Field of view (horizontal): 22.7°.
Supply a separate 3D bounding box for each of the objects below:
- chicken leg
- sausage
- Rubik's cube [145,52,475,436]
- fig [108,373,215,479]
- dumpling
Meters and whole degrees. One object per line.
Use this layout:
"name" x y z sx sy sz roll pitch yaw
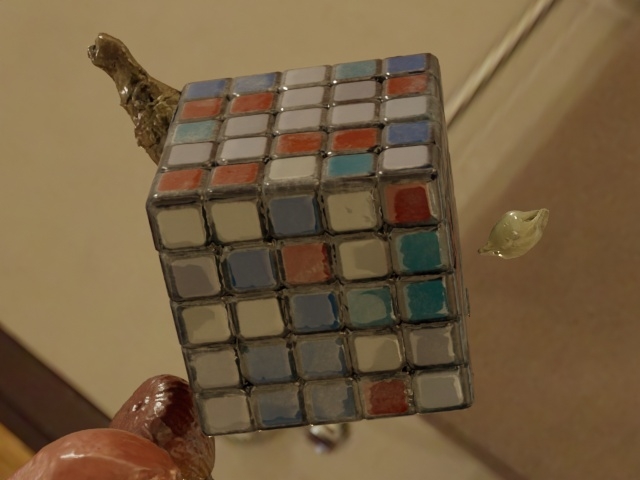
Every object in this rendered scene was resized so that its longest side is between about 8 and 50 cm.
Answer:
"chicken leg" -0.210 -0.171 1.939 0.085 0.198 0.069 -38 1 9
"sausage" -0.243 0.268 1.474 0.254 0.148 0.148 -48 -22 18
"Rubik's cube" 0.000 0.000 1.660 0.292 0.293 0.286 -81 -16 -60
"fig" -0.156 0.223 1.716 0.119 0.153 0.119 -43 -4 -4
"dumpling" 0.202 -0.004 1.638 0.077 0.043 0.059 -53 -24 -1
